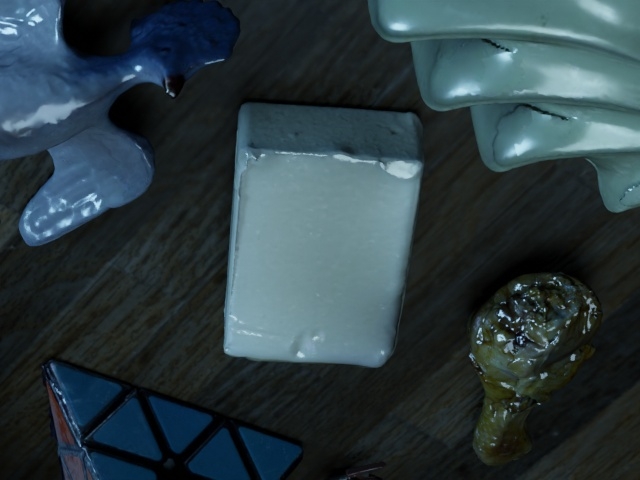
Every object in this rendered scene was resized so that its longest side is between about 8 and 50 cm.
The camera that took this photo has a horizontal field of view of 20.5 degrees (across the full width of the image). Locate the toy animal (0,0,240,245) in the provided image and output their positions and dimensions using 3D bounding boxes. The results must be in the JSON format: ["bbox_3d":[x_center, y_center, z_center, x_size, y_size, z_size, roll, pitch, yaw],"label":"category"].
[{"bbox_3d":[-0.177,-0.085,1.084,0.255,0.176,0.239,10,137,37],"label":"toy animal"}]

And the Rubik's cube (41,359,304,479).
[{"bbox_3d":[-0.101,0.194,1.327,0.178,0.211,0.190,-14,155,-23],"label":"Rubik's cube"}]

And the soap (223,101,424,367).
[{"bbox_3d":[0.000,0.000,1.165,0.121,0.064,0.183,4,130,-4],"label":"soap"}]

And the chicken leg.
[{"bbox_3d":[0.140,0.094,1.256,0.085,0.069,0.198,-13,141,-22],"label":"chicken leg"}]

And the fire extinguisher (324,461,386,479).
[{"bbox_3d":[0.014,0.218,1.370,0.056,0.039,0.132,-1,131,-13],"label":"fire extinguisher"}]

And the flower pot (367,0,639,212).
[{"bbox_3d":[0.201,-0.136,0.957,0.367,0.164,0.254,16,141,-26],"label":"flower pot"}]
